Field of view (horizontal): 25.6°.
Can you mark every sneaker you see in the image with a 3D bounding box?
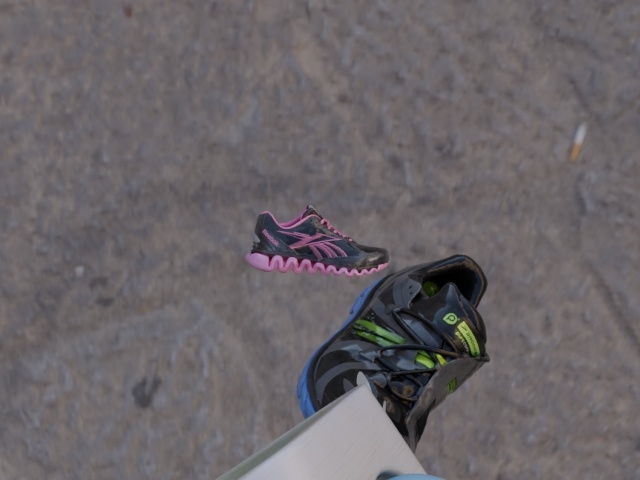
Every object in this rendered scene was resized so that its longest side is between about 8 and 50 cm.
[{"bbox_3d":[0.000,0.000,1.147,0.119,0.047,0.057,5,92,-12],"label":"sneaker"},{"bbox_3d":[0.044,0.059,0.725,0.067,0.078,0.188,50,31,-11],"label":"sneaker"}]

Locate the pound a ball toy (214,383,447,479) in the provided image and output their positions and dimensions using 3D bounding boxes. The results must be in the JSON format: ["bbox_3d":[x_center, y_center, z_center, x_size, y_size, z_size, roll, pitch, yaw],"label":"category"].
[{"bbox_3d":[0.048,0.218,0.454,0.136,0.208,0.319,-36,85,18],"label":"pound a ball toy"}]
